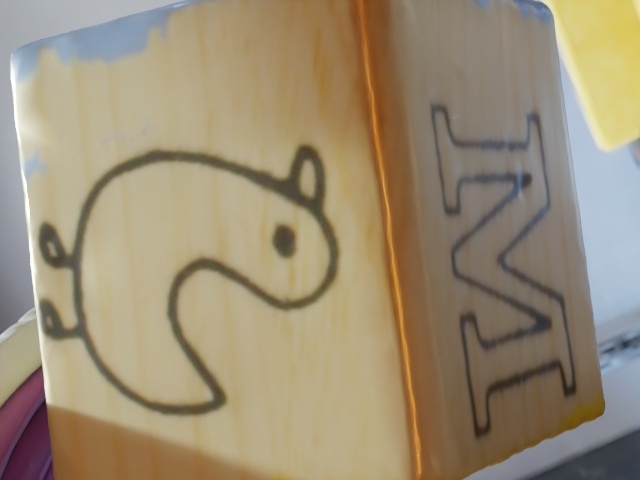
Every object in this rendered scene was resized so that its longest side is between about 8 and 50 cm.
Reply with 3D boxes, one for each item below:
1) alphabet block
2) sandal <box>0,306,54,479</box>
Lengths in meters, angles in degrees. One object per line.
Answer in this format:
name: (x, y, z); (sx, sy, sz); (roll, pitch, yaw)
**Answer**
alphabet block: (0.000, 0.000, 0.596); (0.193, 0.192, 0.197); (-4, -94, -57)
sandal: (-0.114, 0.110, 0.679); (0.416, 0.102, 0.169); (-57, -18, -55)
